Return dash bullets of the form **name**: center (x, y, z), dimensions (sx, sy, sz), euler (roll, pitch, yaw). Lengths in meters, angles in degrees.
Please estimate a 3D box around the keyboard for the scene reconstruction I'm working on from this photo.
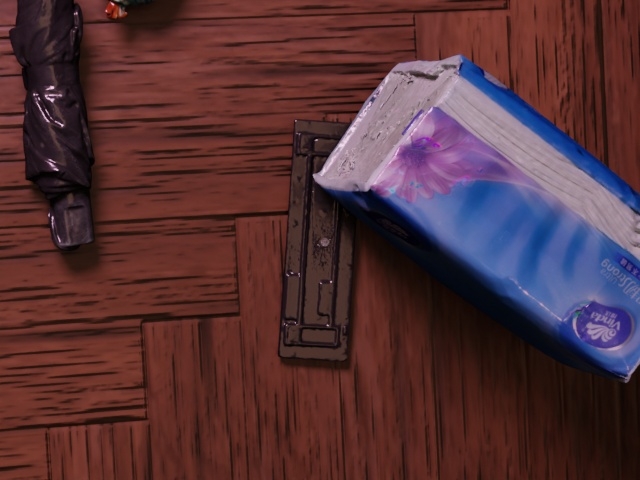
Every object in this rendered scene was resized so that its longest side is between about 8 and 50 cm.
- **keyboard**: center (0.000, 0.000, 1.442), dimensions (0.061, 0.013, 0.204), euler (3, 91, -11)

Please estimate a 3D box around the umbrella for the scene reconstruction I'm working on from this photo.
- **umbrella**: center (-0.216, -0.108, 1.371), dimensions (0.059, 0.066, 0.236), euler (-7, 96, -17)

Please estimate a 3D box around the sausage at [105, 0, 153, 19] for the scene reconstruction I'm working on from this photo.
- **sausage**: center (-0.128, -0.305, 1.375), dimensions (0.083, 0.083, 0.264), euler (19, 89, -11)

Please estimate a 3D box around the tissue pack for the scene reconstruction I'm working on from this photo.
- **tissue pack**: center (0.149, -0.020, 1.370), dimensions (0.263, 0.198, 0.146), euler (37, 86, -13)
